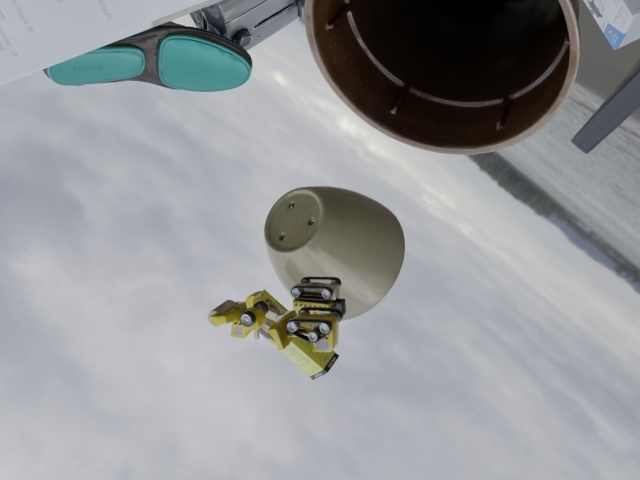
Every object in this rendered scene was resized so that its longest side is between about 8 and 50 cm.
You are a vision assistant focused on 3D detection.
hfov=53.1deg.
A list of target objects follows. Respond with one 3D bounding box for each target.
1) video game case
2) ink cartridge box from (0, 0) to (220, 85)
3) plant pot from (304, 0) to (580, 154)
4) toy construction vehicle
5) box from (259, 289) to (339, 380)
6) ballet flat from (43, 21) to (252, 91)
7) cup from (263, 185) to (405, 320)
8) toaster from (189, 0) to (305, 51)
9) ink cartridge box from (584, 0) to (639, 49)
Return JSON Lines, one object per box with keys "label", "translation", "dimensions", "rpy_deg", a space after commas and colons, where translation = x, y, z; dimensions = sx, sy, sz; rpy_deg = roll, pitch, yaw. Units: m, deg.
{"label": "video game case", "translation": [0.458, -0.257, 0.808], "dimensions": [0.035, 0.275, 0.248], "rpy_deg": [42, -125, 8]}
{"label": "ink cartridge box", "translation": [-0.160, -0.163, 0.250], "dimensions": [0.045, 0.208, 0.206], "rpy_deg": [-104, -6, -58]}
{"label": "plant pot", "translation": [0.098, -0.173, 0.423], "dimensions": [0.167, 0.167, 0.165], "rpy_deg": [36, -123, -11]}
{"label": "toy construction vehicle", "translation": [-0.023, 0.056, 0.461], "dimensions": [0.098, 0.035, 0.086], "rpy_deg": [-1, -163, 21]}
{"label": "box", "translation": [-0.072, 0.218, 1.467], "dimensions": [0.232, 0.087, 0.058], "rpy_deg": [41, -123, -3]}
{"label": "ballet flat", "translation": [-0.168, -0.188, 0.625], "dimensions": [0.203, 0.074, 0.074], "rpy_deg": [-6, -142, -26]}
{"label": "cup", "translation": [0.000, 0.000, 1.526], "dimensions": [0.237, 0.331, 0.331], "rpy_deg": [36, -167, -48]}
{"label": "toaster", "translation": [-0.101, -0.316, 0.697], "dimensions": [0.227, 0.146, 0.129], "rpy_deg": [58, 167, 14]}
{"label": "ink cartridge box", "translation": [0.571, -0.489, 1.233], "dimensions": [0.191, 0.082, 0.139], "rpy_deg": [65, -174, 14]}
